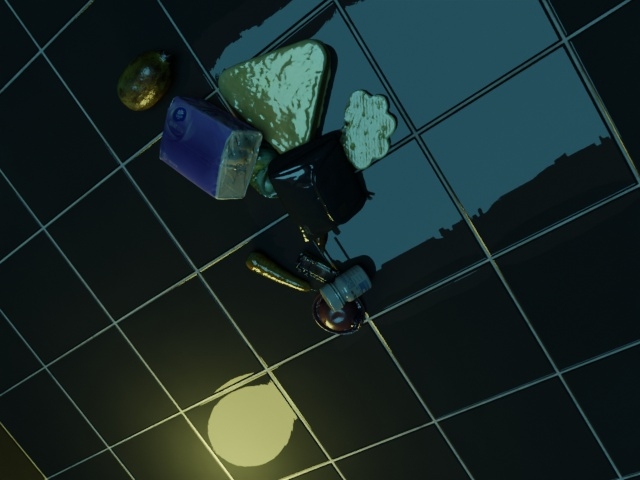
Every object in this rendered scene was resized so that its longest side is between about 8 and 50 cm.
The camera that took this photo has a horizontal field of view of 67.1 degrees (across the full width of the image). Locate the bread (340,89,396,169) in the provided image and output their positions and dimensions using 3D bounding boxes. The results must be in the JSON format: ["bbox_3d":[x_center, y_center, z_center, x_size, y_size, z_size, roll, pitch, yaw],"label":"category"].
[{"bbox_3d":[0.153,-0.360,1.602,0.181,0.039,0.251,16,111,7],"label":"bread"}]

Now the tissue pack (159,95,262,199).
[{"bbox_3d":[-0.372,-0.311,1.611,0.338,0.160,0.242,34,117,31],"label":"tissue pack"}]

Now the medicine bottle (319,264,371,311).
[{"bbox_3d":[0.091,0.170,1.724,0.168,0.105,0.105,-33,99,-8],"label":"medicine bottle"}]

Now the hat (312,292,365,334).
[{"bbox_3d":[0.064,0.274,1.804,0.205,0.089,0.206,4,109,11],"label":"hat"}]

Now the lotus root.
[{"bbox_3d":[-0.598,-0.559,1.667,0.260,0.129,0.145,-37,110,26],"label":"lotus root"}]

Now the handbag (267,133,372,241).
[{"bbox_3d":[0.007,-0.164,1.573,0.274,0.178,0.302,-22,123,9],"label":"handbag"}]

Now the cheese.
[{"bbox_3d":[-0.104,-0.502,1.581,0.383,0.104,0.385,4,108,12],"label":"cheese"}]

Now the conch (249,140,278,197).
[{"bbox_3d":[-0.190,-0.245,1.676,0.175,0.122,0.188,-2,109,20],"label":"conch"}]

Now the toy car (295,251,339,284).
[{"bbox_3d":[-0.009,0.103,1.779,0.165,0.062,0.071,27,113,4],"label":"toy car"}]

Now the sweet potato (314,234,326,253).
[{"bbox_3d":[0.000,0.000,1.758,0.049,0.049,0.117,-3,118,14],"label":"sweet potato"}]

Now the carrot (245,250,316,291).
[{"bbox_3d":[-0.145,0.132,1.822,0.297,0.078,0.078,28,112,-1],"label":"carrot"}]
